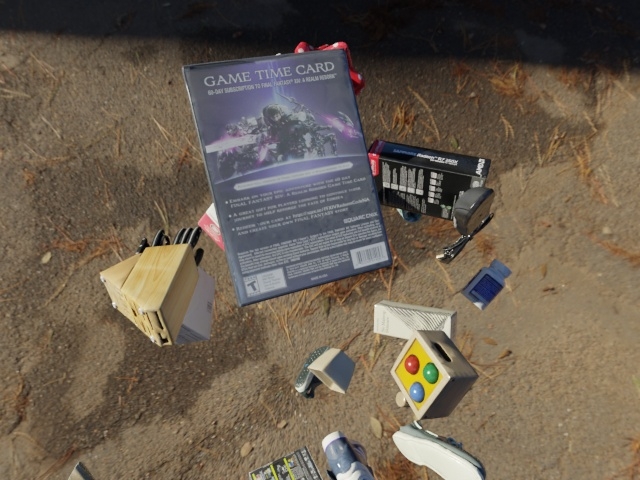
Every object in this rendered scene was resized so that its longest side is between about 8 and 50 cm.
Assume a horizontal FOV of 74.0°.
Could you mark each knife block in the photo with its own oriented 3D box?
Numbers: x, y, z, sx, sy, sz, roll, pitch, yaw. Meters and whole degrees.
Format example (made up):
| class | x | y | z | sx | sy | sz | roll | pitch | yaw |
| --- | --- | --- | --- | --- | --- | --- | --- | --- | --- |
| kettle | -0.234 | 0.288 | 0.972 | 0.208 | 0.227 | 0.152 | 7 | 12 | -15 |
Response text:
| class | x | y | z | sx | sy | sz | roll | pitch | yaw |
| --- | --- | --- | --- | --- | --- | --- | --- | --- | --- |
| knife block | -0.294 | 0.065 | 0.865 | 0.276 | 0.088 | 0.242 | 21 | 41 | 39 |

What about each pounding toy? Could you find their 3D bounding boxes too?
| class | x | y | z | sx | sy | sz | roll | pitch | yaw |
| --- | --- | --- | --- | --- | --- | --- | --- | --- | --- |
| pounding toy | 0.202 | 0.291 | 0.914 | 0.094 | 0.206 | 0.181 | 8 | 30 | -29 |

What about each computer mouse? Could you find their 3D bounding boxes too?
| class | x | y | z | sx | sy | sz | roll | pitch | yaw |
| --- | --- | --- | --- | --- | --- | --- | --- | --- | --- |
| computer mouse | 0.325 | -0.036 | 0.998 | 0.184 | 0.262 | 0.060 | -48 | 66 | 6 |

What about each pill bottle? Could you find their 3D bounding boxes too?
| class | x | y | z | sx | sy | sz | roll | pitch | yaw |
| --- | --- | --- | --- | --- | --- | --- | --- | --- | --- |
| pill bottle | 0.649 | 0.168 | 1.654 | 0.112 | 0.112 | 0.186 | 41 | 96 | 9 |

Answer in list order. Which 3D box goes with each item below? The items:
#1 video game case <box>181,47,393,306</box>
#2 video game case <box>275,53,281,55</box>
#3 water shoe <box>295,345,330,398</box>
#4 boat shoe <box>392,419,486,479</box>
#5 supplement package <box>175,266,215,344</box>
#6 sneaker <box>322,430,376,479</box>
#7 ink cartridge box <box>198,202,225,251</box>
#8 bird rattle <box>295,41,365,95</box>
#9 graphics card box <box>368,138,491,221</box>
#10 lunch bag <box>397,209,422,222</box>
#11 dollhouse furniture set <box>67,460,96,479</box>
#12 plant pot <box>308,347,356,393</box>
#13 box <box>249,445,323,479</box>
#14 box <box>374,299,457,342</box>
| class | x | y | z | sx | sy | sz | roll | pitch | yaw |
| --- | --- | --- | --- | --- | --- | --- | --- | --- | --- |
| video game case | -0.033 | -0.080 | 0.504 | 0.196 | 0.026 | 0.274 | -14 | 91 | -16 |
| video game case | -0.121 | -0.420 | 1.198 | 0.022 | 0.190 | 0.173 | -31 | 114 | -19 |
| water shoe | -0.017 | 0.455 | 1.470 | 0.080 | 0.073 | 0.203 | 57 | 45 | -16 |
| boat shoe | 0.310 | 0.532 | 1.093 | 0.099 | 0.319 | 0.116 | -29 | 92 | -26 |
| supplement package | -0.530 | 0.240 | 1.645 | 0.145 | 0.204 | 0.261 | -12 | 56 | 15 |
| sneaker | 0.129 | 0.839 | 1.518 | 0.130 | 0.322 | 0.236 | -34 | 45 | -4 |
| ink cartridge box | -0.189 | -0.073 | 1.354 | 0.279 | 0.385 | 0.160 | 48 | 51 | -6 |
| bird rattle | -0.041 | -0.168 | 0.632 | 0.253 | 0.206 | 0.143 | -37 | 44 | -24 |
| graphics card box | 0.340 | -0.187 | 1.383 | 0.371 | 0.232 | 0.094 | 16 | 57 | 21 |
| lunch bag | 0.373 | -0.227 | 1.892 | 0.160 | 0.262 | 0.223 | -28 | 54 | 1 |
| dollhouse furniture set | -0.209 | 0.206 | 0.283 | 0.081 | 0.091 | 0.114 | 20 | 51 | -2 |
| plant pot | 0.045 | 0.399 | 1.329 | 0.109 | 0.109 | 0.096 | 45 | 65 | -9 |
| box | -0.086 | 0.844 | 1.380 | 0.216 | 0.060 | 0.270 | -16 | 43 | -23 |
| box | 0.331 | 0.287 | 1.492 | 0.275 | 0.094 | 0.113 | 3 | 96 | 31 |
